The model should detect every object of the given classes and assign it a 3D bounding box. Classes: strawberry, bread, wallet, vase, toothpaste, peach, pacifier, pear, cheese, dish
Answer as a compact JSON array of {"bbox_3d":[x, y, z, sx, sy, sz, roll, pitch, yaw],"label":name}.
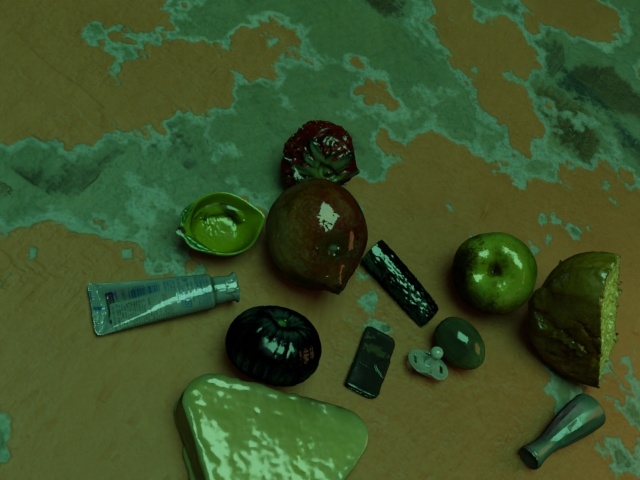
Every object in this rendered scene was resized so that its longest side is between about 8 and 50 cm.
[{"bbox_3d":[-0.004,-0.201,1.977,0.185,0.186,0.201,-4,34,2],"label":"strawberry"},{"bbox_3d":[0.581,0.166,1.958,0.179,0.339,0.194,12,43,30],"label":"bread"},{"bbox_3d":[0.111,0.267,1.855,0.082,0.018,0.156,29,56,-5],"label":"wallet"},{"bbox_3d":[0.536,0.431,1.899,0.214,0.086,0.086,-29,76,-26],"label":"vase"},{"bbox_3d":[-0.318,0.119,1.745,0.300,0.073,0.113,-8,67,-17],"label":"toothpaste"},{"bbox_3d":[0.000,0.000,1.833,0.233,0.232,0.256,-15,59,-27],"label":"peach"},{"bbox_3d":[0.244,0.261,1.876,0.099,0.078,0.081,22,36,-8],"label":"pacifier"},{"bbox_3d":[0.404,0.076,1.977,0.198,0.197,0.197,9,61,-17],"label":"pear"},{"bbox_3d":[-0.112,0.458,1.615,0.384,0.104,0.383,9,61,-17],"label":"cheese"},{"bbox_3d":[-0.224,-0.022,1.843,0.208,0.080,0.148,-10,71,-27],"label":"dish"}]

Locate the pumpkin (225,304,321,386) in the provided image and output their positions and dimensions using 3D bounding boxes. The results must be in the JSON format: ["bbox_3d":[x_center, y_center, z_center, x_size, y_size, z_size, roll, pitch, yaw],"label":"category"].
[{"bbox_3d":[-0.094,0.215,1.718,0.202,0.140,0.202,17,23,-7],"label":"pumpkin"}]

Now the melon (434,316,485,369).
[{"bbox_3d":[0.312,0.231,1.904,0.098,0.098,0.130,-33,83,-32],"label":"melon"}]

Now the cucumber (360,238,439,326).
[{"bbox_3d":[0.190,0.094,1.951,0.211,0.062,0.078,46,57,7],"label":"cucumber"}]
